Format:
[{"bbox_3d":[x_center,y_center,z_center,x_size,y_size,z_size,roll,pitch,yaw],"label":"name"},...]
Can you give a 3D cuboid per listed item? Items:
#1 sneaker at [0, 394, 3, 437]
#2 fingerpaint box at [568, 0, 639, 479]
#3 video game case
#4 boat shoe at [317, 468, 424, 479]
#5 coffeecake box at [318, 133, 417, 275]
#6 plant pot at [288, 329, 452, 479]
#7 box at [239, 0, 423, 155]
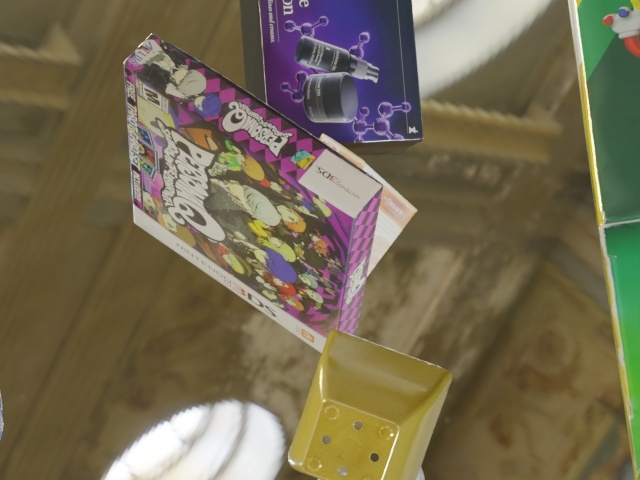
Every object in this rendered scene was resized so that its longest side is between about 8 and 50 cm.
[{"bbox_3d":[-0.422,0.130,1.611,0.330,0.130,0.147,49,-172,-43],"label":"sneaker"},{"bbox_3d":[0.275,-0.018,1.154,0.163,0.444,0.371,-8,-132,10],"label":"fingerpaint box"},{"bbox_3d":[-0.056,-0.027,1.269,0.210,0.232,0.042,34,-117,14],"label":"video game case"},{"bbox_3d":[0.025,0.271,1.796,0.184,0.063,0.066,-10,-168,-6],"label":"boat shoe"},{"bbox_3d":[0.000,0.000,1.783,0.068,0.185,0.142,36,179,35],"label":"coffeecake box"},{"bbox_3d":[0.024,0.112,0.999,0.081,0.081,0.083,20,-166,8],"label":"plant pot"},{"bbox_3d":[0.009,-0.231,1.902,0.184,0.261,0.103,-3,174,-17],"label":"box"}]
